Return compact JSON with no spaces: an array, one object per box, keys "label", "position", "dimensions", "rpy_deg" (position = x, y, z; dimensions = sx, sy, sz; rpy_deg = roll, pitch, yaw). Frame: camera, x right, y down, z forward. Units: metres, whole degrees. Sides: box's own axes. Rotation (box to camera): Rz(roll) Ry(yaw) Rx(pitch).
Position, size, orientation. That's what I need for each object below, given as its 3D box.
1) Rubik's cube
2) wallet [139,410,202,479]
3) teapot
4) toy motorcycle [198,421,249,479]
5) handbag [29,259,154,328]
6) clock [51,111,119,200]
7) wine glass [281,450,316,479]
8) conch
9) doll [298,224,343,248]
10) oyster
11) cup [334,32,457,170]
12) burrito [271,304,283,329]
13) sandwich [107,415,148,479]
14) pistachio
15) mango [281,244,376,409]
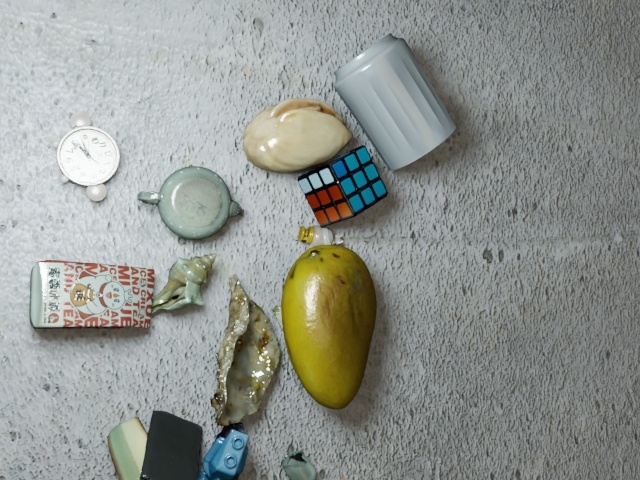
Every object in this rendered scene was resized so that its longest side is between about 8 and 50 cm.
[{"label":"Rubik's cube","position":[0.061,-0.150,1.936],"dimensions":[0.162,0.163,0.161],"rpy_deg":[-32,99,-36]},{"label":"wallet","position":[-0.365,0.524,1.718],"dimensions":[0.146,0.285,0.030],"rpy_deg":[27,104,-15]},{"label":"teapot","position":[-0.332,-0.098,1.827],"dimensions":[0.294,0.129,0.193],"rpy_deg":[7,86,-18]},{"label":"toy motorcycle","position":[-0.275,0.669,1.760],"dimensions":[0.172,0.232,0.416],"rpy_deg":[26,79,-12]},{"label":"handbag","position":[-0.560,0.135,1.720],"dimensions":[0.297,0.151,0.171],"rpy_deg":[2,82,-24]},{"label":"clock","position":[-0.593,-0.211,1.767],"dimensions":[0.155,0.063,0.230],"rpy_deg":[-15,90,-18]},{"label":"wine glass","position":[-0.031,0.683,1.933],"dimensions":[0.079,0.079,0.196],"rpy_deg":[-35,101,-18]},{"label":"conch","position":[-0.349,0.127,1.815],"dimensions":[0.114,0.137,0.234],"rpy_deg":[29,87,-43]},{"label":"doll","position":[0.000,0.000,1.982],"dimensions":[0.127,0.073,0.084],"rpy_deg":[11,117,-15]},{"label":"oyster","position":[-0.202,0.304,1.863],"dimensions":[0.204,0.110,0.397],"rpy_deg":[33,57,-48]},{"label":"cup","position":[0.227,-0.418,2.009],"dimensions":[0.327,0.236,0.323],"rpy_deg":[55,43,-10]},{"label":"burrito","position":[-0.077,0.260,1.954],"dimensions":[0.045,0.041,0.186],"rpy_deg":[-24,99,22]},{"label":"sandwich","position":[-0.448,0.569,1.724],"dimensions":[0.108,0.186,0.220],"rpy_deg":[-21,95,-22]},{"label":"pistachio","position":[-0.060,-0.283,1.911],"dimensions":[0.317,0.214,0.194],"rpy_deg":[-7,48,-28]},{"label":"mango","position":[0.027,0.233,1.884],"dimensions":[0.301,0.220,0.446],"rpy_deg":[-1,88,-51]}]
